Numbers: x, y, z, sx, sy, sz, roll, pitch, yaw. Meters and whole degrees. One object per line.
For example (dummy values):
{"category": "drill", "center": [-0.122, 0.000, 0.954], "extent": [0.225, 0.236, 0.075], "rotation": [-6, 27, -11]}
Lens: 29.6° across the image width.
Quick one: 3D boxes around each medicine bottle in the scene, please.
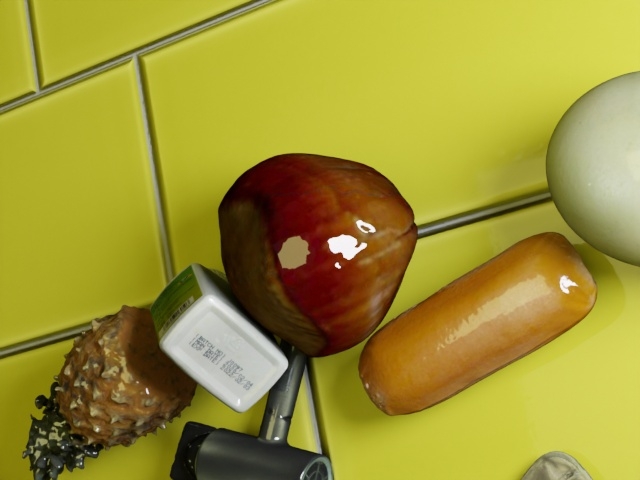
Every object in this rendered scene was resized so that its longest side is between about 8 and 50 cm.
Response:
{"category": "medicine bottle", "center": [-0.120, 0.098, 1.364], "extent": [0.132, 0.188, 0.088], "rotation": [42, 93, -19]}

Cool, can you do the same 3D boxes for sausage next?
{"category": "sausage", "center": [0.160, 0.091, 1.264], "extent": [0.274, 0.105, 0.105], "rotation": [-34, 69, 22]}

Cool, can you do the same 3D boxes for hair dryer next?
{"category": "hair dryer", "center": [-0.065, 0.179, 1.406], "extent": [0.195, 0.078, 0.248], "rotation": [10, 80, 30]}

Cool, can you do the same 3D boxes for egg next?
{"category": "egg", "center": [0.337, -0.064, 1.133], "extent": [0.253, 0.188, 0.189], "rotation": [7, 88, 20]}

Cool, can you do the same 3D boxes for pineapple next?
{"category": "pineapple", "center": [-0.273, 0.202, 1.481], "extent": [0.278, 0.158, 0.158], "rotation": [-41, 66, 32]}

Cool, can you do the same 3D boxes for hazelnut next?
{"category": "hazelnut", "center": [0.000, 0.000, 1.313], "extent": [0.229, 0.229, 0.229], "rotation": [-4, 82, 29]}

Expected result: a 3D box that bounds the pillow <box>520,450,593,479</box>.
{"category": "pillow", "center": [0.274, 0.319, 1.211], "extent": [0.217, 0.033, 0.130], "rotation": [41, 106, 27]}
